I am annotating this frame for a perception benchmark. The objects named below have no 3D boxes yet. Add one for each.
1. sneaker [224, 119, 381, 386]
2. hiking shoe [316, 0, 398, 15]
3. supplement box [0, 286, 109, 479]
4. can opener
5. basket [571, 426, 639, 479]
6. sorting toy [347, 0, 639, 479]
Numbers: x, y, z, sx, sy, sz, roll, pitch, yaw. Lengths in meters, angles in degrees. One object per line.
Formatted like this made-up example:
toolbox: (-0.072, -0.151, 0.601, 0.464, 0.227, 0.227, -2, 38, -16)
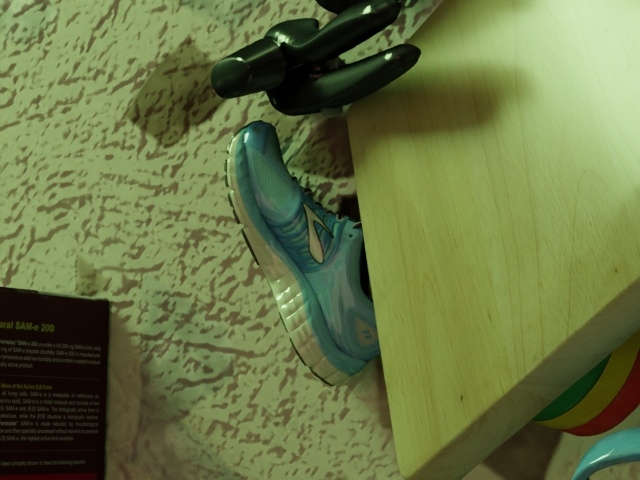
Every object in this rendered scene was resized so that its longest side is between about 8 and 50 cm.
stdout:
sneaker: (0.000, 0.000, 0.972, 0.073, 0.063, 0.162, -27, 75, 7)
hiking shoe: (0.034, -0.280, 0.966, 0.132, 0.113, 0.304, 23, 104, 61)
supplement box: (-0.195, 0.149, 1.018, 0.073, 0.130, 0.239, -2, 83, 31)
can opener: (0.005, -0.095, 0.926, 0.059, 0.073, 0.186, 61, 156, -13)
basket: (0.250, 0.199, 0.690, 0.254, 0.201, 0.289, -8, 112, 29)
sorting toy: (0.132, -0.041, 0.820, 0.255, 0.089, 0.257, -46, 35, 35)
